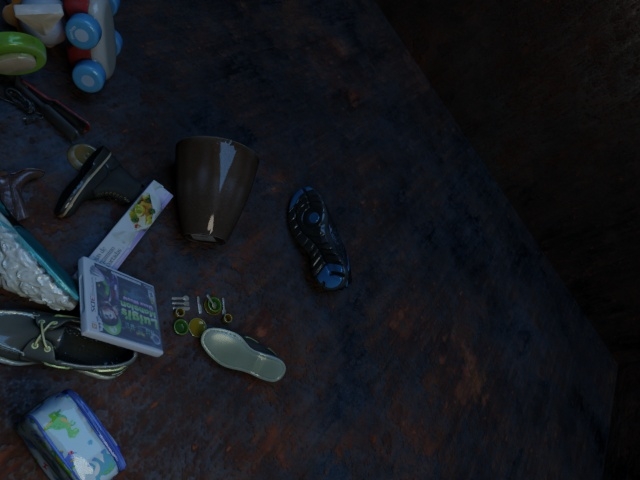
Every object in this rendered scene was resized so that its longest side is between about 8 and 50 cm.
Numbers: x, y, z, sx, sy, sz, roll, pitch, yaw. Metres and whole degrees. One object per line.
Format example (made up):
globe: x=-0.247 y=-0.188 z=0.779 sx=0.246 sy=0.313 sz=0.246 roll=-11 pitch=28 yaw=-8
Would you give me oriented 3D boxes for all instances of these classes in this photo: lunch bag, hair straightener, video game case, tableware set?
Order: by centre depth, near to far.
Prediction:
lunch bag: x=-0.426 y=0.347 z=0.887 sx=0.090 sy=0.219 sz=0.176 roll=-36 pitch=93 yaw=-42
video game case: x=-0.400 y=0.136 z=1.053 sx=0.190 sy=0.022 sz=0.173 roll=39 pitch=24 yaw=-52
hair straightener: x=-0.642 y=-0.306 z=1.178 sx=0.230 sy=0.047 sz=0.089 roll=41 pitch=45 yaw=-18
tableware set: x=-0.284 y=0.181 z=1.261 sx=0.154 sy=0.024 sz=0.104 roll=8 pitch=63 yaw=-41

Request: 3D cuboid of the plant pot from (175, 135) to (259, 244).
plant pot: x=-0.277 y=-0.112 z=1.323 sx=0.215 sy=0.215 sz=0.230 roll=18 pitch=70 yaw=-36

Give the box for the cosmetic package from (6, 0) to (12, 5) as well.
cosmetic package: x=-0.659 y=-0.650 z=1.215 sx=0.107 sy=0.238 sz=0.127 roll=-34 pitch=92 yaw=-48

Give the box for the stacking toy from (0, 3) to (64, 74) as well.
stacking toy: x=-0.653 y=-0.351 z=1.006 sx=0.279 sy=0.309 sz=0.130 roll=-10 pitch=82 yaw=-43

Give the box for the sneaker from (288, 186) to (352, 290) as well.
sneaker: x=0.000 y=0.000 z=1.593 sx=0.139 sy=0.125 sz=0.341 roll=29 pitch=41 yaw=-66

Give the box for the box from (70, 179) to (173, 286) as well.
box: x=-0.446 y=-0.009 z=1.184 sx=0.063 sy=0.067 sz=0.324 roll=41 pitch=46 yaw=-19

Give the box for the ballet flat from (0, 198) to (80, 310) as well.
ballet flat: x=-0.624 y=-0.008 z=0.984 sx=0.409 sy=0.147 sz=0.147 roll=53 pitch=42 yaw=-5

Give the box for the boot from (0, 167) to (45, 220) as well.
boot: x=-0.618 y=-0.091 z=1.088 sx=0.106 sy=0.037 sz=0.114 roll=-15 pitch=75 yaw=-34

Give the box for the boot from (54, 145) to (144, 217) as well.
boot: x=-0.495 y=-0.103 z=1.194 sx=0.137 sy=0.077 sz=0.198 roll=47 pitch=53 yaw=-35

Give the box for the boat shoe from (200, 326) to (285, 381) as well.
boat shoe: x=-0.192 y=0.272 z=1.269 sx=0.227 sy=0.068 sz=0.081 roll=33 pitch=88 yaw=-21

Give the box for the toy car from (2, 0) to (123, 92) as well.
toy car: x=-0.621 y=-0.498 z=1.247 sx=0.238 sy=0.210 sz=0.219 roll=7 pitch=45 yaw=-9

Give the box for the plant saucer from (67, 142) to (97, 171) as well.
plant saucer: x=-0.549 y=-0.196 z=1.229 sx=0.083 sy=0.015 sz=0.083 roll=23 pitch=53 yaw=-34

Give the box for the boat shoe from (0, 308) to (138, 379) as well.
boat shoe: x=-0.502 y=0.190 z=0.997 sx=0.305 sy=0.091 sz=0.109 roll=25 pitch=52 yaw=-32
